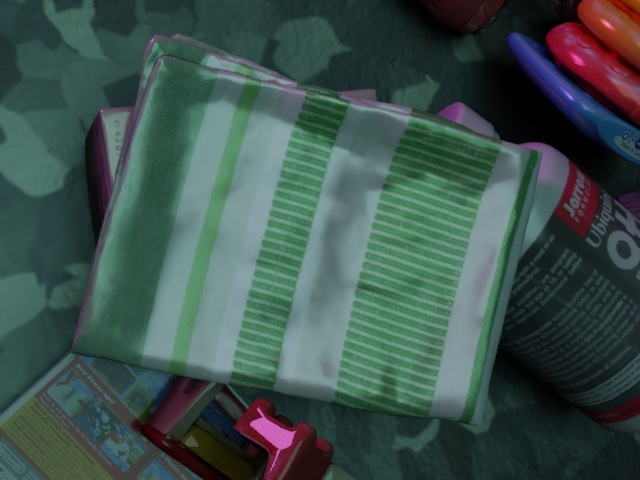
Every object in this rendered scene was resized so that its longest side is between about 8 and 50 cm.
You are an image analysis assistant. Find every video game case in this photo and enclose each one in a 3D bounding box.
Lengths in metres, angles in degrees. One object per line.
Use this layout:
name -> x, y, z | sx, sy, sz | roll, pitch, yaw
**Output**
video game case -> -0.190, 0.208, 0.849 | 0.285, 0.025, 0.204 | -43, 98, -17

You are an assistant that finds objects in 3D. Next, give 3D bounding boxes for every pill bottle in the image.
pill bottle -> 0.206, 0.021, 0.915 | 0.318, 0.176, 0.176 | 37, 75, -11

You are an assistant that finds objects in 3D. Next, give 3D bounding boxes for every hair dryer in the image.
hair dryer -> 0.155, -0.313, 0.997 | 0.293, 0.080, 0.224 | 2, 75, -27

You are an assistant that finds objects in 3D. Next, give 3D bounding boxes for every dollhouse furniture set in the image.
dollhouse furniture set -> 0.020, 0.274, 0.798 | 0.374, 0.201, 0.152 | 39, 74, -18

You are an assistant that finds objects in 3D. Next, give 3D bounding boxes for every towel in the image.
towel -> 0.000, 0.000, 0.760 | 0.325, 0.038, 0.248 | 14, 87, -14

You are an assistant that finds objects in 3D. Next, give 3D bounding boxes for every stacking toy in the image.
stacking toy -> 0.337, -0.228, 0.906 | 0.175, 0.166, 0.302 | 19, 118, -35

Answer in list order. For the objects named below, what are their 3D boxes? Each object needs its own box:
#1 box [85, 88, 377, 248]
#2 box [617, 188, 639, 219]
box -> -0.075, -0.047, 0.846 | 0.232, 0.148, 0.127 | -6, 88, -18
box -> 0.475, -0.065, 1.068 | 0.324, 0.067, 0.063 | -17, 91, -19
